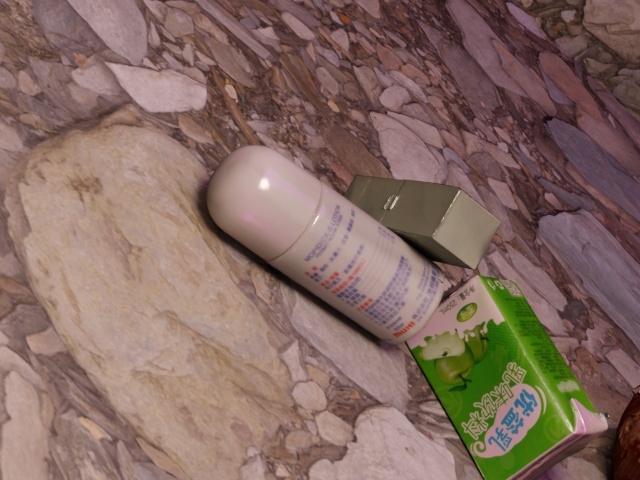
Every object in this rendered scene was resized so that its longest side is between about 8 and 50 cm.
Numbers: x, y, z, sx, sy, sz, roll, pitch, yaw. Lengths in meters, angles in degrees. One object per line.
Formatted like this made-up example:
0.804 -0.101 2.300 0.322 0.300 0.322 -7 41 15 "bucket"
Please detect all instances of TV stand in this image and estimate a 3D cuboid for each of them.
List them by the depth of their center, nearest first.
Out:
0.126 -0.030 1.940 0.088 0.083 0.269 35 -12 -29 "TV stand"

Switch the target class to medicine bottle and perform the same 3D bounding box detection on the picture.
0.000 0.000 1.843 0.341 0.130 0.130 34 31 -24 "medicine bottle"

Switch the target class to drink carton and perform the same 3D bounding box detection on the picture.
0.251 0.187 1.924 0.108 0.161 0.271 3 51 -53 "drink carton"

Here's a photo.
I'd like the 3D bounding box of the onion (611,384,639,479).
0.616 0.361 2.113 0.348 0.348 0.385 -95 170 -49 "onion"
